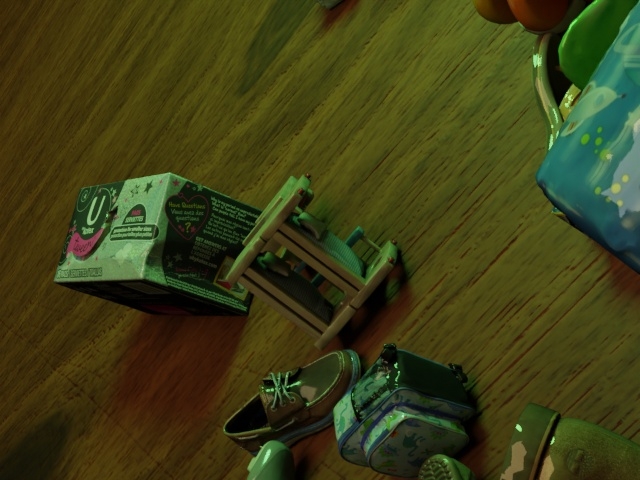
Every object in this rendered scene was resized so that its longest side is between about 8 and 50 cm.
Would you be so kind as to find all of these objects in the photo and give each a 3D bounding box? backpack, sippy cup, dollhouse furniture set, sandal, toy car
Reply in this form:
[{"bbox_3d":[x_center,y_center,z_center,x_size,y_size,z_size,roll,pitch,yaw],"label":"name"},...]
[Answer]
[{"bbox_3d":[0.070,0.164,0.961,0.114,0.105,0.084,-46,37,34],"label":"backpack"},{"bbox_3d":[0.259,-0.071,0.639,0.224,0.240,0.305,-52,-2,11],"label":"sippy cup"},{"bbox_3d":[0.000,0.000,1.172,0.129,0.129,0.183,-50,7,20],"label":"dollhouse furniture set"},{"bbox_3d":[0.227,-0.108,0.953,0.049,0.072,0.180,-18,56,29],"label":"sandal"},{"bbox_3d":[0.219,-0.276,0.979,0.182,0.159,0.136,-61,36,6],"label":"toy car"}]

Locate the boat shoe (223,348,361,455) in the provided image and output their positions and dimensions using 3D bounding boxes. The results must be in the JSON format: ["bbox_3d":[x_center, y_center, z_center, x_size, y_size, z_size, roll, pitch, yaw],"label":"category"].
[{"bbox_3d":[-0.033,0.172,1.126,0.183,0.066,0.066,-45,40,28],"label":"boat shoe"}]

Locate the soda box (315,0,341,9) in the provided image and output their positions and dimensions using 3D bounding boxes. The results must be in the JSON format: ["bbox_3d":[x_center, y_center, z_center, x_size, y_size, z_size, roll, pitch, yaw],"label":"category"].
[{"bbox_3d":[0.015,-0.421,1.423,0.074,0.069,0.216,-27,51,43],"label":"soda box"}]

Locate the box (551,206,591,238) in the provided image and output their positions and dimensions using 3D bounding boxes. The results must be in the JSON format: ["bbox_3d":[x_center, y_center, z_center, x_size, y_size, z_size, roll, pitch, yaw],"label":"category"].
[{"bbox_3d":[0.257,-0.028,0.828,0.054,0.059,0.169,-62,19,-7],"label":"box"}]

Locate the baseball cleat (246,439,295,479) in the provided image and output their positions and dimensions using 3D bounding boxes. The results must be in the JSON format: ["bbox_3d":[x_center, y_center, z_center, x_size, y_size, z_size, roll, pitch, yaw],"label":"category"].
[{"bbox_3d":[-0.036,0.305,1.066,0.109,0.072,0.205,-2,70,36],"label":"baseball cleat"}]

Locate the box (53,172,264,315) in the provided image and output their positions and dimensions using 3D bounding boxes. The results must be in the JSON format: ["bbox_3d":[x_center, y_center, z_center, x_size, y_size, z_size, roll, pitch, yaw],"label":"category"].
[{"bbox_3d":[-0.208,0.008,1.376,0.247,0.163,0.142,-5,67,52],"label":"box"}]

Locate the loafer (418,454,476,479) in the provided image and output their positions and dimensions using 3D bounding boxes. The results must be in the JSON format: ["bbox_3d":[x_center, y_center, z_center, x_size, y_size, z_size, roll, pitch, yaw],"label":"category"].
[{"bbox_3d":[0.126,0.249,0.885,0.056,0.050,0.148,-32,62,42],"label":"loafer"}]

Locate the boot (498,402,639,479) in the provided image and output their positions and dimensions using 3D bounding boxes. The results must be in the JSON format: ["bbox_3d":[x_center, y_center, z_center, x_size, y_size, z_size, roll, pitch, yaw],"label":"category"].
[{"bbox_3d":[0.166,0.281,0.769,0.115,0.112,0.305,15,94,20],"label":"boot"}]
